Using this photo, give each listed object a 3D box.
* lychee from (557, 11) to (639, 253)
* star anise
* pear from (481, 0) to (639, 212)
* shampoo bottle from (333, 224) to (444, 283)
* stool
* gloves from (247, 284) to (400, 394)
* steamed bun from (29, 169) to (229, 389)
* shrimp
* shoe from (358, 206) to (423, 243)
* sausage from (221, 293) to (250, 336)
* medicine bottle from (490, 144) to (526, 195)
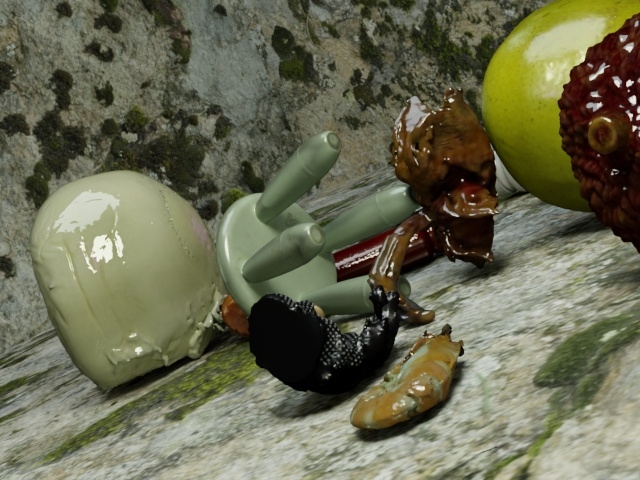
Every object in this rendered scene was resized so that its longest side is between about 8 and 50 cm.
[{"bbox_3d":[0.334,-0.095,0.988,0.271,0.236,0.236,3,-12,-37],"label":"lychee"},{"bbox_3d":[0.140,-0.039,1.346,0.148,0.237,0.346,4,53,13],"label":"star anise"},{"bbox_3d":[0.331,-0.165,1.358,0.294,0.294,0.294,-23,6,2],"label":"pear"},{"bbox_3d":[0.082,0.025,1.640,0.260,0.064,0.102,-23,5,-1],"label":"shampoo bottle"},{"bbox_3d":[0.000,0.000,1.448,0.199,0.195,0.195,-27,42,41],"label":"stool"},{"bbox_3d":[0.020,0.104,1.130,0.129,0.106,0.181,-17,-20,38],"label":"gloves"},{"bbox_3d":[-0.268,0.041,1.687,0.233,0.312,0.334,-21,9,6],"label":"steamed bun"},{"bbox_3d":[0.081,0.112,0.966,0.091,0.043,0.184,-24,6,33],"label":"shrimp"},{"bbox_3d":[0.135,-0.006,1.769,0.159,0.062,0.053,-23,19,-1],"label":"shoe"},{"bbox_3d":[-0.085,0.086,1.684,0.076,0.076,0.197,-21,6,23],"label":"sausage"},{"bbox_3d":[0.361,-0.140,1.865,0.187,0.103,0.103,-19,7,39],"label":"medicine bottle"}]
